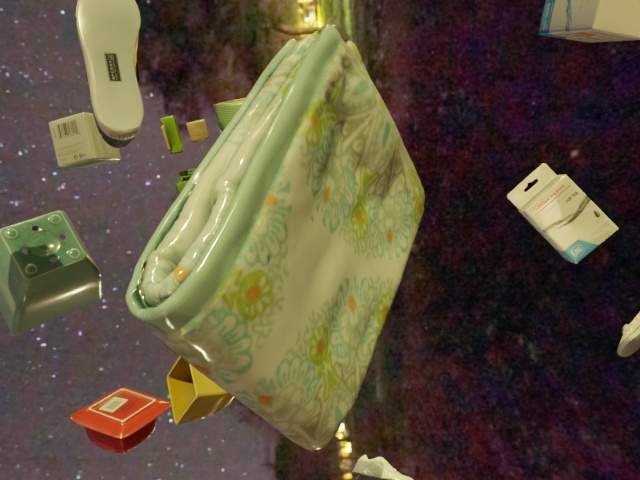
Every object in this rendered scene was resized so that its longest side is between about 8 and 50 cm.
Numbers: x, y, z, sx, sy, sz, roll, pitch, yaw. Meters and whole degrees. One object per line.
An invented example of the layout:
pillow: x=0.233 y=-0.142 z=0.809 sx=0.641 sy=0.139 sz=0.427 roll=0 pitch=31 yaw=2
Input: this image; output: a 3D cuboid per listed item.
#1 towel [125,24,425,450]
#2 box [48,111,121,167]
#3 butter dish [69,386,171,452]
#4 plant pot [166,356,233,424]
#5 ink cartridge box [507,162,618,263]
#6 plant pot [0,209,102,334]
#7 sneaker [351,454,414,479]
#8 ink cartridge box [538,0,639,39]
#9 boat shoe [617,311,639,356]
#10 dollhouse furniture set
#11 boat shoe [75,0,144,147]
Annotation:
towel: x=0.000 y=0.000 z=0.552 sx=0.320 sy=0.090 sz=0.374 roll=54 pitch=-128 yaw=-42
box: x=-0.508 y=-0.215 z=1.092 sx=0.087 sy=0.101 sz=0.102 roll=-26 pitch=-74 yaw=-70
butter dish: x=-0.438 y=0.414 z=1.115 sx=0.160 sy=0.159 sz=0.118 roll=-25 pitch=-58 yaw=-64
plant pot: x=-0.169 y=0.214 z=0.749 sx=0.081 sy=0.083 sz=0.081 roll=-54 pitch=45 yaw=31
ink cartridge box: x=0.468 y=-0.055 z=0.986 sx=0.180 sy=0.104 sz=0.060 roll=46 pitch=-168 yaw=2
plant pot: x=-0.730 y=0.059 z=1.321 sx=0.247 sy=0.247 sz=0.252 roll=58 pitch=143 yaw=7
sneaker: x=0.150 y=0.541 z=1.181 sx=0.061 sy=0.152 sz=0.054 roll=-55 pitch=-42 yaw=-45
ink cartridge box: x=0.704 y=-0.596 z=1.263 sx=0.233 sy=0.171 sz=0.168 roll=-115 pitch=31 yaw=-69
boat shoe: x=0.575 y=0.168 z=0.926 sx=0.100 sy=0.035 sz=0.035 roll=-54 pitch=26 yaw=4
dollhouse furniture set: x=-0.240 y=-0.252 z=1.303 sx=0.151 sy=0.301 sz=0.198 roll=-128 pitch=24 yaw=-68
boat shoe: x=-0.277 y=-0.232 z=0.673 sx=0.076 sy=0.080 sz=0.229 roll=-29 pitch=72 yaw=59
